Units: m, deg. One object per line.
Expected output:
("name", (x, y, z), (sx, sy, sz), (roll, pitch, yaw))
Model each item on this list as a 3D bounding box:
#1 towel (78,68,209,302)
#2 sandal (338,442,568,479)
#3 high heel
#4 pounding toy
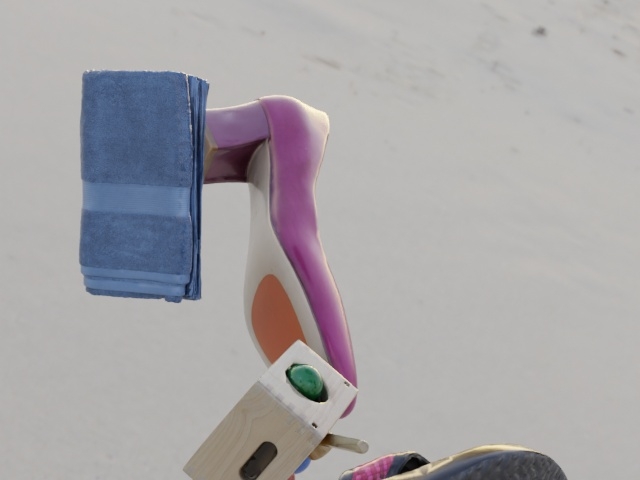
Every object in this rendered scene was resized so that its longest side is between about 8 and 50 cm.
("towel", (-0.092, -0.029, 0.627), (0.067, 0.119, 0.029), (5, 12, 17))
("sandal", (0.020, 0.096, 0.390), (0.179, 0.067, 0.040), (5, 5, -42))
("high heel", (0.000, 0.000, 1.233), (0.181, 0.127, 0.377), (-7, 61, -32))
("pounding toy", (-0.023, 0.160, 1.010), (0.100, 0.141, 0.130), (41, 22, 4))
